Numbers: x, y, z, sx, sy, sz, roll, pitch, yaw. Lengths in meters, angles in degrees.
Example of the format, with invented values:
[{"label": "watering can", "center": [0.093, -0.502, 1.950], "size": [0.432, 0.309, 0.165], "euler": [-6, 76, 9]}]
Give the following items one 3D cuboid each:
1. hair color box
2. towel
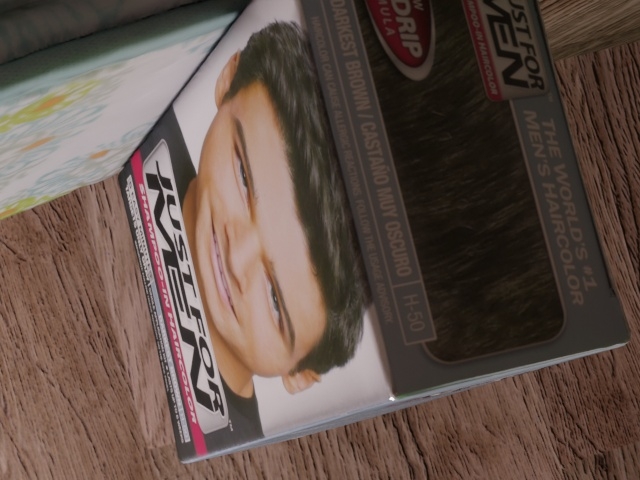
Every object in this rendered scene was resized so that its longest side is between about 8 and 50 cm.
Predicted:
[{"label": "hair color box", "center": [0.000, 0.000, 0.793], "size": [0.113, 0.185, 0.374], "euler": [-11, 172, -20]}, {"label": "towel", "center": [-0.174, -0.075, 0.786], "size": [0.374, 0.090, 0.320], "euler": [-25, 177, -35]}]
